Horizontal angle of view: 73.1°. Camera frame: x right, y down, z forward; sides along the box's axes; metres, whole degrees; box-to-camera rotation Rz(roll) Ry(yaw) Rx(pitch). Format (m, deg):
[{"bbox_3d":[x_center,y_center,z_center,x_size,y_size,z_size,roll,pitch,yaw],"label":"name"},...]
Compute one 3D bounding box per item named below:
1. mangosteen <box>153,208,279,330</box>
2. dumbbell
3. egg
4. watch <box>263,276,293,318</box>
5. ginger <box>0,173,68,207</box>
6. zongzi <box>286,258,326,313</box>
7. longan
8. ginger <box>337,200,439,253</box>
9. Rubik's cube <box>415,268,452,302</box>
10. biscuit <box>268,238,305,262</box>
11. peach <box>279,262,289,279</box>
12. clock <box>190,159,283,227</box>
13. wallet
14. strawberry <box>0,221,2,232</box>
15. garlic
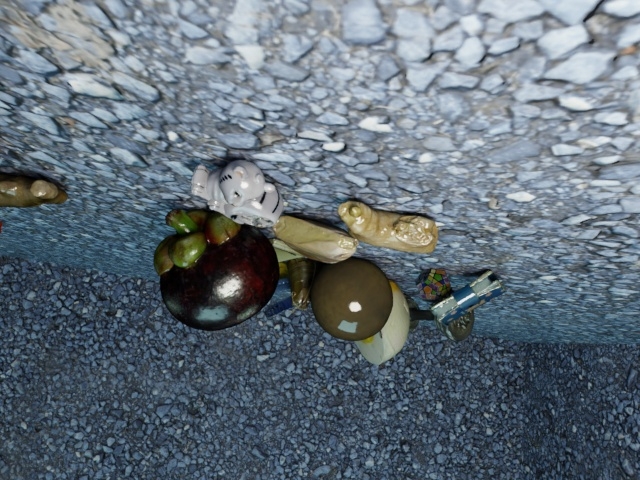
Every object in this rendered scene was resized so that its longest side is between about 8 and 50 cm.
[{"bbox_3d":[-0.252,0.064,1.045,0.299,0.301,0.300,9,166,2],"label":"mangosteen"},{"bbox_3d":[0.409,0.288,1.662,0.179,0.179,0.406,19,164,-34],"label":"dumbbell"},{"bbox_3d":[0.215,0.265,1.541,0.200,0.338,0.337,-18,173,-16],"label":"egg"},{"bbox_3d":[-0.099,0.164,1.491,0.274,0.068,0.276,-22,156,-3],"label":"watch"},{"bbox_3d":[-0.709,-0.115,0.999,0.332,0.080,0.166,-2,179,15],"label":"ginger"},{"bbox_3d":[-0.019,0.149,1.394,0.184,0.187,0.084,16,143,-31],"label":"zongzi"},{"bbox_3d":[0.089,0.173,1.268,0.257,0.258,0.258,9,166,2],"label":"longan"},{"bbox_3d":[0.119,-0.022,0.827,0.213,0.074,0.137,9,162,-16],"label":"ginger"},{"bbox_3d":[0.333,0.134,1.270,0.093,0.111,0.111,40,158,-11],"label":"Rubik's cube"},{"bbox_3d":[-0.140,0.033,1.287,0.121,0.041,0.199,21,161,-32],"label":"biscuit"},{"bbox_3d":[-0.167,0.117,1.533,0.127,0.093,0.172,5,168,28],"label":"peach"},{"bbox_3d":[-0.117,-0.078,0.736,0.117,0.080,0.176,-1,161,33],"label":"clock"},{"bbox_3d":[0.411,0.166,1.206,0.202,0.059,0.141,-34,147,16],"label":"wallet"},{"bbox_3d":[-0.755,-0.069,0.759,0.351,0.267,0.312,24,166,16],"label":"strawberry"},{"bbox_3d":[-0.001,0.001,0.930,0.195,0.087,0.101,18,177,26],"label":"garlic"}]
